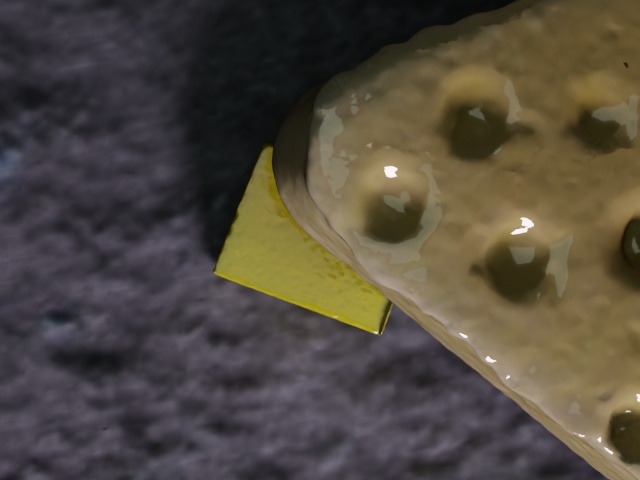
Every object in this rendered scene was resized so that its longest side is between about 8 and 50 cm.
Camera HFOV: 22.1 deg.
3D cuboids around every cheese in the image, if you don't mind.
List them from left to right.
[{"bbox_3d":[0.144,-0.033,1.066,0.384,0.104,0.384,0,91,-16],"label":"cheese"}]

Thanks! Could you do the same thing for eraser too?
[{"bbox_3d":[0.000,0.000,1.115,0.122,0.045,0.097,22,87,-3],"label":"eraser"}]
